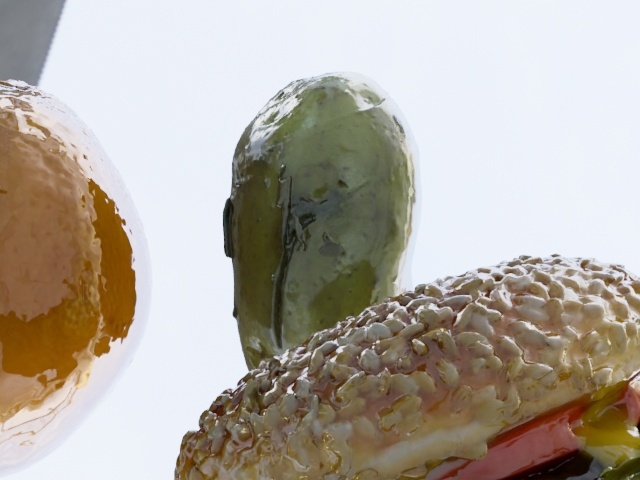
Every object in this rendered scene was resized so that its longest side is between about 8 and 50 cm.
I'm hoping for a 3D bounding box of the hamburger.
[{"bbox_3d":[0.085,0.152,1.080,0.330,0.330,0.250,-21,-104,-20],"label":"hamburger"}]

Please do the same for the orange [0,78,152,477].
[{"bbox_3d":[-0.270,0.021,1.285,0.312,0.312,0.312,2,-96,-19],"label":"orange"}]

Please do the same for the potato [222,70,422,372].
[{"bbox_3d":[0.000,0.000,1.312,0.143,0.169,0.248,5,-90,10],"label":"potato"}]
